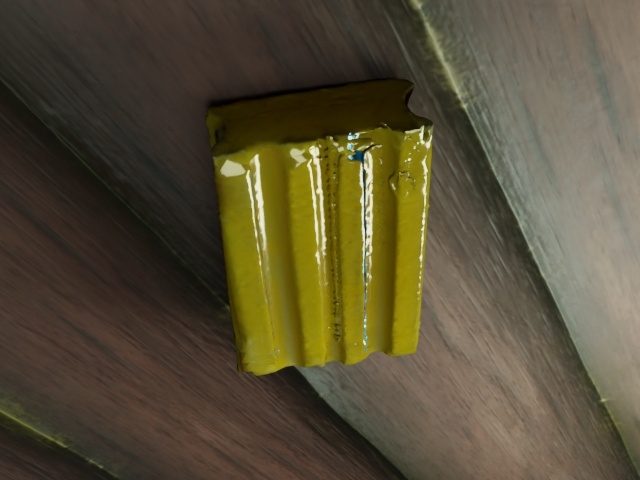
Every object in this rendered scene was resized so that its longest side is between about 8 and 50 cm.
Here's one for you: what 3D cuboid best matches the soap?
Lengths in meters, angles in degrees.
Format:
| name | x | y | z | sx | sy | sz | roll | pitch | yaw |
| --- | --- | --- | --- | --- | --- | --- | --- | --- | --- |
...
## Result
| name | x | y | z | sx | sy | sz | roll | pitch | yaw |
| --- | --- | --- | --- | --- | --- | --- | --- | --- | --- |
| soap | 0.000 | 0.000 | 0.778 | 0.204 | 0.096 | 0.324 | -8 | 135 | -6 |
